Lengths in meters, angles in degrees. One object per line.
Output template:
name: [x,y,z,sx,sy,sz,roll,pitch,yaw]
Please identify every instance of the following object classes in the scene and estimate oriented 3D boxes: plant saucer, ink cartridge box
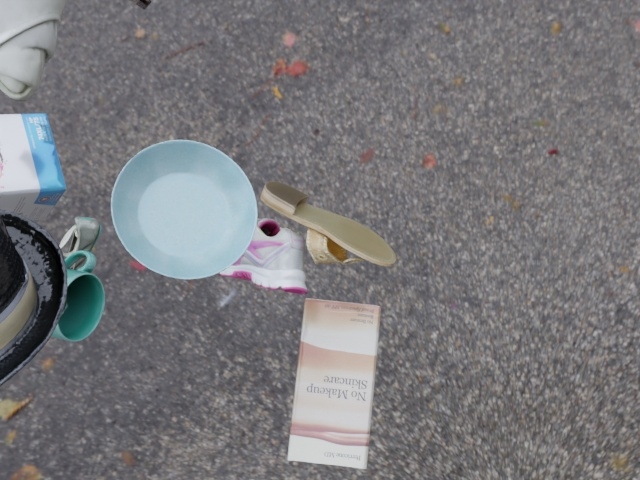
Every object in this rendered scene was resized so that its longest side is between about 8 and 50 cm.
plant saucer: [-0.183,-0.039,0.948,0.195,0.037,0.195,5,74,-18]
ink cartridge box: [-0.756,-0.155,1.584,0.198,0.270,0.197,-31,74,49]

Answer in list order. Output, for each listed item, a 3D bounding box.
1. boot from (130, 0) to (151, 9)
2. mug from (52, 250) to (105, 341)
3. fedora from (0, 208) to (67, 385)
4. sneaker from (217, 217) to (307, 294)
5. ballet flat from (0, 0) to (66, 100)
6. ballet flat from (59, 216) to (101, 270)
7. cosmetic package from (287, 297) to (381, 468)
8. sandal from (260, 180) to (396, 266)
boot: [-0.348,-0.496,1.333,0.118,0.087,0.042,-27,24,45]
mug: [-0.480,0.108,1.321,0.097,0.129,0.158,8,42,21]
fedora: [-0.391,0.014,0.582,0.334,0.152,0.334,5,39,-4]
sneaker: [-0.110,0.015,1.186,0.252,0.103,0.111,12,88,40]
ballet flat: [-0.424,-0.189,0.835,0.400,0.139,0.139,-41,62,-7]
ballet flat: [-0.537,0.042,1.507,0.072,0.068,0.213,44,115,47]
cosmetic package: [0.026,0.269,1.328,0.153,0.129,0.296,5,78,1]
sandal: [0.003,-0.002,1.108,0.240,0.088,0.079,31,119,12]
